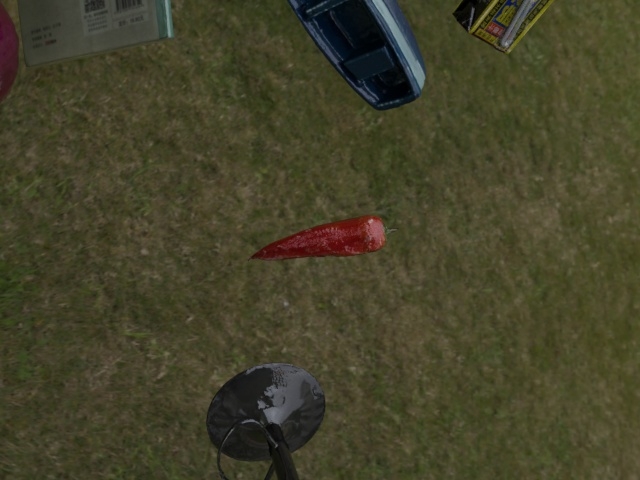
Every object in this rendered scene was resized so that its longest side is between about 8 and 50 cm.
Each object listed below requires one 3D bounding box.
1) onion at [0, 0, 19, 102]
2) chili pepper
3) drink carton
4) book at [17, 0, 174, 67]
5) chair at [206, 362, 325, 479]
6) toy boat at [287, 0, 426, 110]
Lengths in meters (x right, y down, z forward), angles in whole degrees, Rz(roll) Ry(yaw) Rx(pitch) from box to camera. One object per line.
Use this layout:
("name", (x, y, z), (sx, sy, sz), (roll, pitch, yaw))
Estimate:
("onion", (-0.627, -0.263, 0.943), (0.348, 0.348, 0.385), (46, 52, -24))
("chili pepper", (0.000, 0.000, 0.786), (0.027, 0.178, 0.045), (53, 30, -69))
("drink carton", (0.224, -0.286, 0.737), (0.071, 0.165, 0.056), (15, 36, -34))
("book", (-0.234, -0.322, 0.670), (0.025, 0.215, 0.282), (-13, 102, -58))
("chair", (-0.042, 0.396, 1.101), (0.227, 0.401, 0.226), (-7, 116, -16))
("toy boat", (0.021, -0.281, 0.783), (0.299, 0.096, 0.061), (51, 54, -27))
